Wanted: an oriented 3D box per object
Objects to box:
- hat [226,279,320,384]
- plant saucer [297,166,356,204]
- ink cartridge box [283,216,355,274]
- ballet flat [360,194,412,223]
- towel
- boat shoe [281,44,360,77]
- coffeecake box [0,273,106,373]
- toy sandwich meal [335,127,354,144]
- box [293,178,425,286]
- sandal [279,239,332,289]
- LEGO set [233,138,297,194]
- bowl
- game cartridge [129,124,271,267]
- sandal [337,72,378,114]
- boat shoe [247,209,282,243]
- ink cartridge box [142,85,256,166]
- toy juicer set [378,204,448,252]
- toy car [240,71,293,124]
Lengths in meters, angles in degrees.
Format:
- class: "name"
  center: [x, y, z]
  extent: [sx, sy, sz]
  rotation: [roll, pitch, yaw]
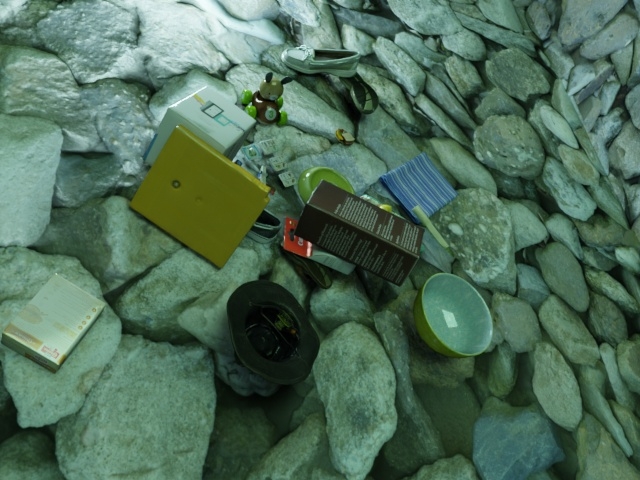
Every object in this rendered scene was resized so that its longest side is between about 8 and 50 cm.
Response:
- class: "hat"
  center: [-0.159, 0.267, 1.526]
  extent: [0.331, 0.134, 0.331]
  rotation: [34, 33, -27]
- class: "plant saucer"
  center: [0.035, -0.175, 2.011]
  extent: [0.240, 0.037, 0.241]
  rotation: [17, 52, -23]
- class: "ink cartridge box"
  center: [0.000, 0.000, 1.823]
  extent: [0.232, 0.066, 0.189]
  rotation: [27, 30, -19]
- class: "ballet flat"
  center: [0.238, -0.077, 2.045]
  extent: [0.241, 0.091, 0.077]
  rotation: [31, 70, -6]
- class: "towel"
  center: [0.406, -0.219, 2.272]
  extent: [0.336, 0.040, 0.243]
  rotation: [-32, 81, -42]
- class: "boat shoe"
  center: [0.002, -0.749, 2.304]
  extent: [0.320, 0.103, 0.118]
  rotation: [8, 50, -9]
- class: "coffeecake box"
  center: [-0.626, 0.194, 1.326]
  extent: [0.142, 0.068, 0.185]
  rotation: [34, 48, -8]
- class: "toy sandwich meal"
  center: [0.096, -0.412, 2.213]
  extent: [0.085, 0.029, 0.086]
  rotation: [16, 53, -22]
- class: "box"
  center: [0.126, -0.027, 1.784]
  extent: [0.381, 0.143, 0.191]
  rotation: [28, 33, 1]
- class: "sandal"
  center: [-0.050, 0.082, 1.773]
  extent: [0.219, 0.060, 0.090]
  rotation: [38, 32, 15]
- class: "LEGO set"
  center: [-0.198, -0.236, 1.891]
  extent: [0.182, 0.060, 0.244]
  rotation: [60, 35, -1]
- class: "bowl"
  center: [0.408, 0.269, 1.863]
  extent: [0.289, 0.156, 0.290]
  rotation: [17, 53, -23]
- class: "game cartridge"
  center: [-0.335, -0.118, 1.587]
  extent: [0.323, 0.285, 0.053]
  rotation: [35, 21, -8]
- class: "sandal"
  center: [0.150, -0.619, 2.358]
  extent: [0.120, 0.086, 0.303]
  rotation: [-2, 47, -27]
- class: "boat shoe"
  center: [-0.259, -0.097, 1.729]
  extent: [0.301, 0.102, 0.108]
  rotation: [31, 48, -11]
- class: "ink cartridge box"
  center: [-0.358, -0.305, 1.699]
  extent: [0.197, 0.198, 0.270]
  rotation: [35, 30, -6]
- class: "toy juicer set"
  center: [0.271, -0.028, 1.991]
  extent: [0.328, 0.089, 0.209]
  rotation: [-13, 77, -22]
- class: "toy car"
  center: [-0.175, -0.522, 2.009]
  extent: [0.155, 0.188, 0.149]
  rotation: [2, 59, -31]
